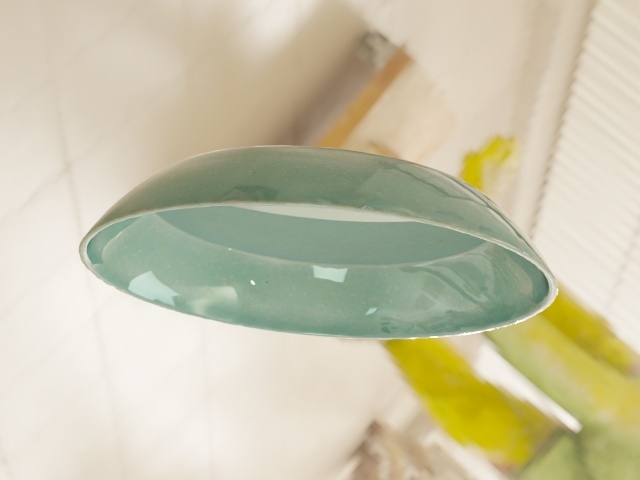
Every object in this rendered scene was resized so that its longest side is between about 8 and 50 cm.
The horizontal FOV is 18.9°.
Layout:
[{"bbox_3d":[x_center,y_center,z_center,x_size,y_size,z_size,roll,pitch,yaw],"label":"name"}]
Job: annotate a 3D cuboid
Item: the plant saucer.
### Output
[{"bbox_3d":[0.000,0.000,0.483,0.119,0.119,0.021,64,29,-70],"label":"plant saucer"}]
